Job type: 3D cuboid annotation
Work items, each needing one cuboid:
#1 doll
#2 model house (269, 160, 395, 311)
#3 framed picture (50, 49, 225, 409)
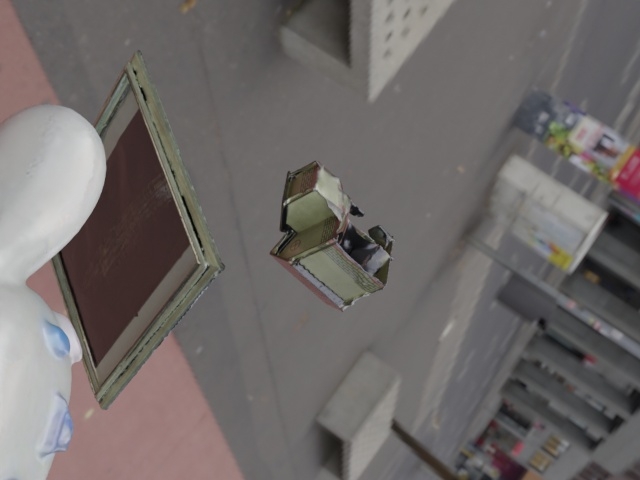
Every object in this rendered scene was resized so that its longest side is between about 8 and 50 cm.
[{"bbox_3d":[-0.225,0.152,0.649,0.376,0.187,0.366,-54,171,-44],"label":"doll"},{"bbox_3d":[0.000,0.000,0.694,0.058,0.083,0.057,-27,-144,35],"label":"model house"},{"bbox_3d":[-0.194,0.001,1.019,0.018,0.231,0.293,-6,152,-37],"label":"framed picture"}]
